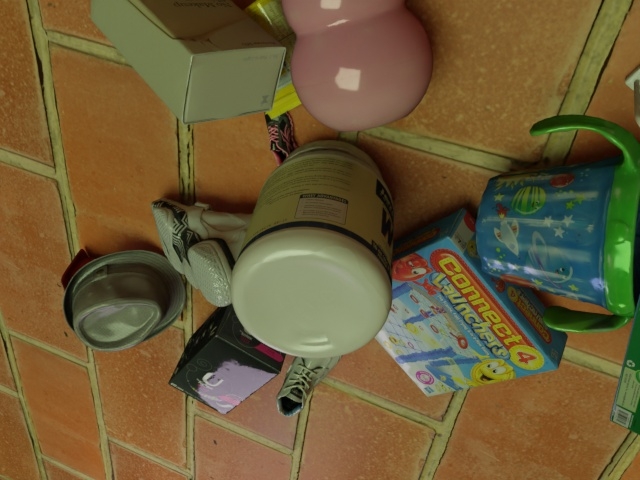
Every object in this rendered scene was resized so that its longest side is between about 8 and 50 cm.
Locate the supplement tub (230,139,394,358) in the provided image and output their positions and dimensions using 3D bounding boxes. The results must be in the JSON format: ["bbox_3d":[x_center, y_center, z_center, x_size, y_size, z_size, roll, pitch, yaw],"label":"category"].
[{"bbox_3d":[0.000,0.000,0.983,0.236,0.324,0.235,4,127,5],"label":"supplement tub"}]

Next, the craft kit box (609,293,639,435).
[{"bbox_3d":[0.523,0.122,0.893,0.061,0.247,0.249,24,133,38],"label":"craft kit box"}]

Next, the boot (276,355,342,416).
[{"bbox_3d":[-0.028,0.299,1.336,0.095,0.123,0.258,26,138,4],"label":"boot"}]

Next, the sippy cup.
[{"bbox_3d":[0.362,-0.016,0.904,0.224,0.240,0.305,6,87,35],"label":"sippy cup"}]

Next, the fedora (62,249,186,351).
[{"bbox_3d":[-0.443,0.157,1.373,0.276,0.124,0.243,-14,117,-8],"label":"fedora"}]

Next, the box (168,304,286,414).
[{"bbox_3d":[-0.203,0.258,1.381,0.165,0.143,0.270,32,133,-14],"label":"box"}]

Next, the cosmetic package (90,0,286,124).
[{"bbox_3d":[-0.209,-0.313,0.923,0.309,0.160,0.113,46,136,29],"label":"cosmetic package"}]

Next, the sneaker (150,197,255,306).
[{"bbox_3d":[-0.192,-0.010,1.226,0.366,0.210,0.137,36,141,47],"label":"sneaker"}]

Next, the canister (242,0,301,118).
[{"bbox_3d":[-0.074,-0.303,1.001,0.126,0.073,0.169,-19,111,36],"label":"canister"}]

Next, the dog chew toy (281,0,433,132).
[{"bbox_3d":[0.039,-0.328,0.858,0.207,0.206,0.331,-5,111,29],"label":"dog chew toy"}]

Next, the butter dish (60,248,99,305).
[{"bbox_3d":[-0.531,0.109,1.478,0.118,0.160,0.159,-12,118,6],"label":"butter dish"}]

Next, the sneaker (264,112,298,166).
[{"bbox_3d":[-0.075,-0.184,1.094,0.047,0.057,0.119,-5,118,31],"label":"sneaker"}]

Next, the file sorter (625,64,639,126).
[{"bbox_3d":[0.540,-0.203,0.707,0.193,0.173,0.277,38,130,-3],"label":"file sorter"}]

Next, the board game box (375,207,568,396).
[{"bbox_3d":[0.227,0.130,1.116,0.308,0.086,0.302,48,138,-11],"label":"board game box"}]
